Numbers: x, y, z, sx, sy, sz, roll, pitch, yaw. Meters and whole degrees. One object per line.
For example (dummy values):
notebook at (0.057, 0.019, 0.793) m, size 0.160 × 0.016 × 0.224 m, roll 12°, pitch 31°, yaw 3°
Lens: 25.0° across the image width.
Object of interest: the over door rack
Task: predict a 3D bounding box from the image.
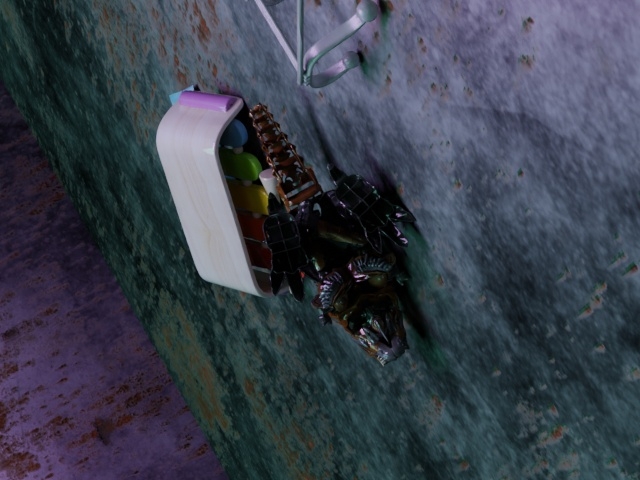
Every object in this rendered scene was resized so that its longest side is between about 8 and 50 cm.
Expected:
over door rack at (-0.052, -0.297, 1.369) m, size 0.239 × 0.108 × 0.324 m, roll 58°, pitch -177°, yaw 14°

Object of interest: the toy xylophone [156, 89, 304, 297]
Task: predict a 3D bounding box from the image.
toy xylophone at (-0.109, -0.043, 1.970) m, size 0.236 × 0.081 × 0.323 m, roll 21°, pitch 135°, yaw 35°

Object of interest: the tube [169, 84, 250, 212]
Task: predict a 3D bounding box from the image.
tube at (-0.164, -0.121, 2.097) m, size 0.080 × 0.052 × 0.207 m, roll -14°, pitch 100°, yaw 54°

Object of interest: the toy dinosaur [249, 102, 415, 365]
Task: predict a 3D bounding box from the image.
toy dinosaur at (0.000, 0.000, 1.666) m, size 0.322 × 0.164 × 0.218 m, roll 40°, pitch 178°, yaw 1°
